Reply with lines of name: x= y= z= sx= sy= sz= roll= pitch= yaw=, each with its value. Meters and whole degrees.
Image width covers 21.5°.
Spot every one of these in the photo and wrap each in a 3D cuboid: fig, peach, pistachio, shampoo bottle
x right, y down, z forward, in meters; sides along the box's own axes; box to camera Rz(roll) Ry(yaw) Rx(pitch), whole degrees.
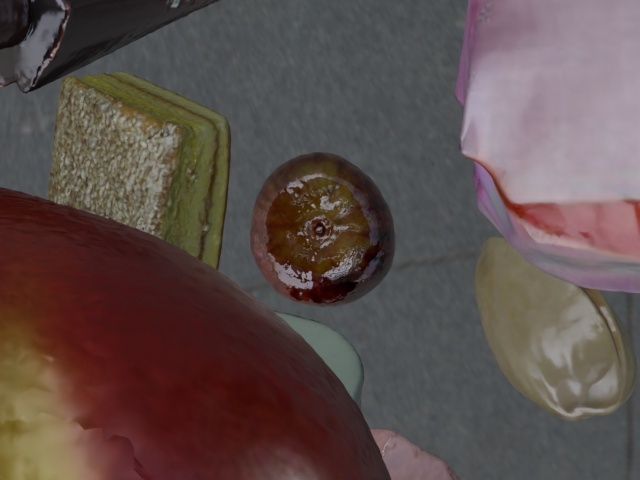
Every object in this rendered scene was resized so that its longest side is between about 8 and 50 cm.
fig: x=0.012 y=0.002 z=1.750 sx=0.148 sy=0.149 sz=0.202 roll=-30 pitch=144 yaw=15
peach: x=-0.131 y=0.076 z=0.524 sx=0.257 sy=0.362 sz=0.201 roll=-37 pitch=124 yaw=-3
pistachio: x=0.224 y=0.081 z=1.618 sx=0.135 sy=0.226 sz=0.136 roll=-18 pitch=141 yaw=-15
shampoo bottle: x=-0.099 y=-0.110 z=0.710 sx=0.067 sy=0.236 sz=0.068 roll=-35 pitch=87 yaw=43

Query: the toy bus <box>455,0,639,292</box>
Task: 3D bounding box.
toy bus: x=0.175 y=-0.049 z=0.406 sx=0.302 sy=0.147 sz=0.128 roll=-1 pitch=91 yaw=28

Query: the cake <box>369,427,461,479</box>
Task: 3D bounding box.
cake: x=0.005 y=0.346 z=1.786 sx=0.314 sy=0.306 sz=0.293 roll=37 pitch=66 yaw=-38

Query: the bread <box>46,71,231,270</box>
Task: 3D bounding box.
bread: x=-0.172 y=-0.024 z=1.570 sx=0.110 sy=0.184 sz=0.234 roll=-3 pitch=110 yaw=-44

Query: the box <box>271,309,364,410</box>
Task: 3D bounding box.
box: x=-0.202 y=0.184 z=1.179 sx=0.396 sy=0.396 sz=0.111 roll=14 pitch=135 yaw=13
